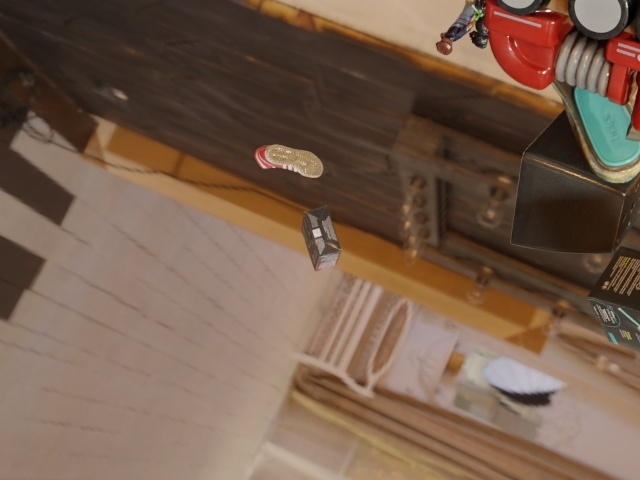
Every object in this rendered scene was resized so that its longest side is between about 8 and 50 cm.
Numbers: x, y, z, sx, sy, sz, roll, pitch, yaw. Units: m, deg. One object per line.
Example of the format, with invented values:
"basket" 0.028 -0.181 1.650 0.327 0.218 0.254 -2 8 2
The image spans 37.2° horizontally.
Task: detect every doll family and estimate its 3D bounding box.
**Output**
"doll family" 0.244 -0.328 1.408 0.111 0.076 0.193 -60 -169 -20

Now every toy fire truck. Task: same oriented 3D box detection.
"toy fire truck" 0.281 -0.174 0.930 0.158 0.217 0.246 -43 146 -35

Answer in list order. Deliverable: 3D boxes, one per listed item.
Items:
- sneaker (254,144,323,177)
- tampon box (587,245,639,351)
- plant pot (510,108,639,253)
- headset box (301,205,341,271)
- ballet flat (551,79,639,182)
"sneaker" -0.057 -0.136 1.625 0.118 0.067 0.042 18 81 -34
"tampon box" 0.485 0.096 1.344 0.101 0.161 0.120 -52 132 -19
"plant pot" 0.437 -0.083 1.572 0.187 0.167 0.188 -42 144 -40
"headset box" 0.000 0.000 1.202 0.083 0.032 0.062 99 -26 -73
"ballet flat" 0.413 -0.246 1.467 0.123 0.123 0.349 69 6 -72
